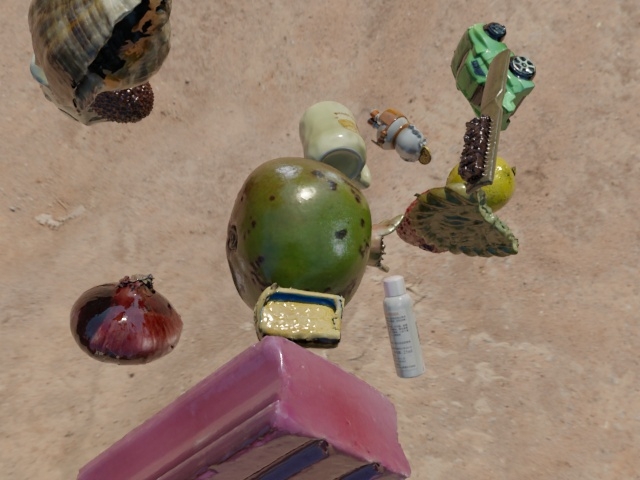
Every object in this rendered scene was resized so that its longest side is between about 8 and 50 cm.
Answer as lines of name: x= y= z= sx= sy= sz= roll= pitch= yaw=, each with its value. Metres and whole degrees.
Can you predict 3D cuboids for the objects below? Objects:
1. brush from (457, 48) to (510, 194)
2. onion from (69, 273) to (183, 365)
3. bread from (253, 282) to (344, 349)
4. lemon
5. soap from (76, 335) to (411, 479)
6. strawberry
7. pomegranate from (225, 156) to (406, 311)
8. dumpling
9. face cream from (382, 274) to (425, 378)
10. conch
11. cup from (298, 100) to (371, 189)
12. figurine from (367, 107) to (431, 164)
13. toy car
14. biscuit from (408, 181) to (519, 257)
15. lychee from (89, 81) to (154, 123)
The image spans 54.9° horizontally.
brush: x=0.212 y=-0.164 z=0.789 sx=0.036 sy=0.043 sz=0.248 roll=36 pitch=54 yaw=-23
onion: x=-0.591 y=0.221 z=1.900 sx=0.348 sy=0.347 sz=0.285 roll=18 pitch=105 yaw=-3
bread: x=-0.027 y=0.094 z=0.742 sx=0.106 sy=0.053 sz=0.072 roll=9 pitch=76 yaw=-12
lemon: x=0.427 y=-0.147 z=1.665 sx=0.206 sy=0.173 sz=0.173 roll=-38 pitch=86 yaw=27
soap: x=-0.103 y=0.288 z=0.748 sx=0.360 sy=0.128 sz=0.233 roll=-37 pitch=129 yaw=20
strawberry: x=0.328 y=-0.050 z=1.882 sx=0.205 sy=0.244 sz=0.205 roll=8 pitch=75 yaw=-31
pomegranate: x=-0.006 y=0.014 z=1.068 sx=0.324 sy=0.291 sz=0.290 roll=22 pitch=80 yaw=-11
dumpling: x=-0.503 y=-0.380 z=1.378 sx=0.187 sy=0.318 sz=0.242 roll=34 pitch=87 yaw=0
face cream: x=0.215 y=0.224 z=1.623 sx=0.082 sy=0.082 sz=0.268 roll=-12 pitch=96 yaw=-7
conch: x=-0.285 y=-0.286 z=0.784 sx=0.159 sy=0.291 sz=0.210 roll=47 pitch=62 yaw=-4
cup: x=0.042 y=-0.241 z=1.750 sx=0.173 sy=0.255 sz=0.202 roll=-16 pitch=46 yaw=2
figurine: x=0.256 y=-0.338 z=2.018 sx=0.143 sy=0.143 sz=0.271 roll=-27 pitch=53 yaw=-9
toy car: x=0.503 y=-0.480 z=1.854 sx=0.177 sy=0.213 sz=0.358 roll=-15 pitch=64 yaw=-23
biscuit: x=0.269 y=-0.026 z=1.210 sx=0.187 sy=0.273 sz=0.036 roll=-9 pitch=59 yaw=36
lychee: x=-0.368 y=-0.276 z=1.135 sx=0.129 sy=0.123 sz=0.123 roll=23 pitch=80 yaw=-5
